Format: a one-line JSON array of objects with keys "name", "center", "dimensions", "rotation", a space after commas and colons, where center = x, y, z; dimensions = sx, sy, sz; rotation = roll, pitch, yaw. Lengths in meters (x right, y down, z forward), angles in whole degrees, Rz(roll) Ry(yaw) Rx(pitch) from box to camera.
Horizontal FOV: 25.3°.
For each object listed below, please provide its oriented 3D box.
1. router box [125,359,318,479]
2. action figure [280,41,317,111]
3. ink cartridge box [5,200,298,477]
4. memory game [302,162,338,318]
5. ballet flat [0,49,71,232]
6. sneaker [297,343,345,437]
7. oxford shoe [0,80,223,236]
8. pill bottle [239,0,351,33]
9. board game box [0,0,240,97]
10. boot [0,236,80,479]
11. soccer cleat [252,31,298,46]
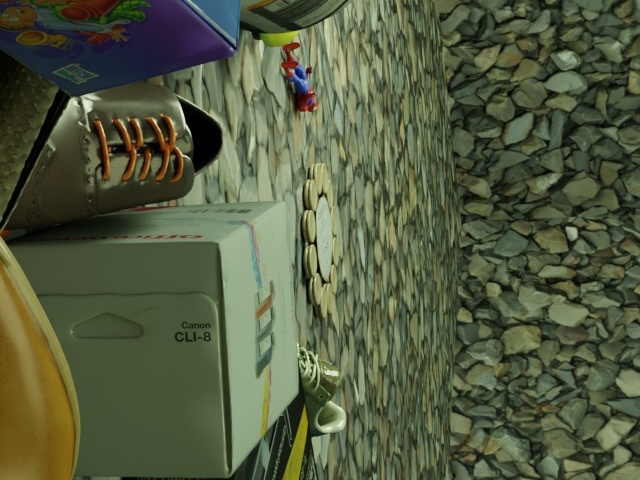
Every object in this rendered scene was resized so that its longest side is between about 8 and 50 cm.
[{"name": "router box", "center": [-0.068, 0.216, 1.048], "dimensions": [0.309, 0.081, 0.243], "rotation": [-77, 162, -56]}, {"name": "action figure", "center": [-0.019, -0.170, 1.543], "dimensions": [0.115, 0.030, 0.038], "rotation": [71, 15, -64]}, {"name": "ink cartridge box", "center": [-0.093, 0.050, 0.811], "dimensions": [0.176, 0.128, 0.127], "rotation": [-34, 122, -77]}, {"name": "memory game", "center": [0.000, 0.000, 1.658], "dimensions": [0.186, 0.012, 0.186], "rotation": [-2, 90, -79]}, {"name": "ballet flat", "center": [-0.112, -0.063, 0.596], "dimensions": [0.250, 0.058, 0.084], "rotation": [-57, 178, -11]}, {"name": "sneaker", "center": [-0.024, 0.116, 1.293], "dimensions": [0.192, 0.086, 0.064], "rotation": [77, 15, -46]}, {"name": "oxford shoe", "center": [-0.122, -0.056, 0.750], "dimensions": [0.271, 0.098, 0.097], "rotation": [-40, 128, -77]}, {"name": "pill bottle", "center": [-0.044, -0.236, 1.045], "dimensions": [0.278, 0.162, 0.162], "rotation": [-19, 106, -80]}, {"name": "board game box", "center": [-0.141, -0.227, 0.423], "dimensions": [0.347, 0.078, 0.233], "rotation": [37, 50, -51]}, {"name": "boot", "center": [-0.159, 0.146, 0.503], "dimensions": [0.211, 0.104, 0.295], "rotation": [-74, 163, -61]}, {"name": "soccer cleat", "center": [-0.009, -0.285, 1.352], "dimensions": [0.289, 0.121, 0.093], "rotation": [-80, 165, -48]}]
